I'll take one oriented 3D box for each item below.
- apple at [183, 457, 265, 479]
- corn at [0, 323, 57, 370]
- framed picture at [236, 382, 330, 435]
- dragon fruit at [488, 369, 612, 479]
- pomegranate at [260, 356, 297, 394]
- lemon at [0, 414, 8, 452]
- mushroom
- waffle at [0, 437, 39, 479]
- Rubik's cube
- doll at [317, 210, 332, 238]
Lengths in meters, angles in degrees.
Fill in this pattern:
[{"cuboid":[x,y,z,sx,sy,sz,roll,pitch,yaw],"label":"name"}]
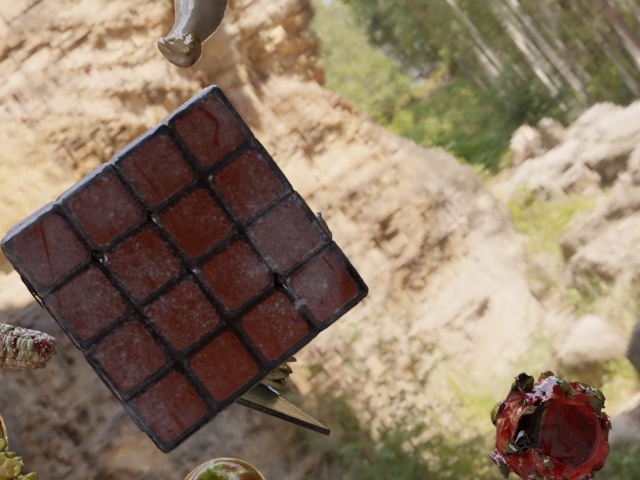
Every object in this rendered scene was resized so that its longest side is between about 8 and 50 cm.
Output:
[{"cuboid":[-0.189,0.532,2.334,0.196,0.196,0.196,-36,-10,-8],"label":"apple"},{"cuboid":[-0.591,0.177,2.018,0.092,0.281,0.092,10,-90,-89],"label":"corn"},{"cuboid":[-0.170,0.258,2.131,0.339,0.255,0.014,26,-90,-36],"label":"framed picture"},{"cuboid":[0.289,0.242,1.530,0.160,0.166,0.172,-23,-1,-16],"label":"dragon fruit"},{"cuboid":[-0.189,0.239,2.528,0.222,0.276,0.204,-45,-1,-34],"label":"pomegranate"},{"cuboid":[-0.599,0.318,1.811,0.228,0.228,0.253,-30,-51,-36],"label":"lemon"},{"cuboid":[-0.209,-0.391,1.985,0.088,0.097,0.212,85,-158,-71],"label":"mushroom"},{"cuboid":[-0.361,0.280,1.289,0.051,0.194,0.149,-38,-28,-47],"label":"waffle"},{"cuboid":[-0.193,0.033,1.584,0.344,0.344,0.337,-35,8,-11],"label":"Rubik's cube"},{"cuboid":[0.001,0.000,2.121,0.039,0.057,0.114,-2,-65,-13],"label":"doll"}]
